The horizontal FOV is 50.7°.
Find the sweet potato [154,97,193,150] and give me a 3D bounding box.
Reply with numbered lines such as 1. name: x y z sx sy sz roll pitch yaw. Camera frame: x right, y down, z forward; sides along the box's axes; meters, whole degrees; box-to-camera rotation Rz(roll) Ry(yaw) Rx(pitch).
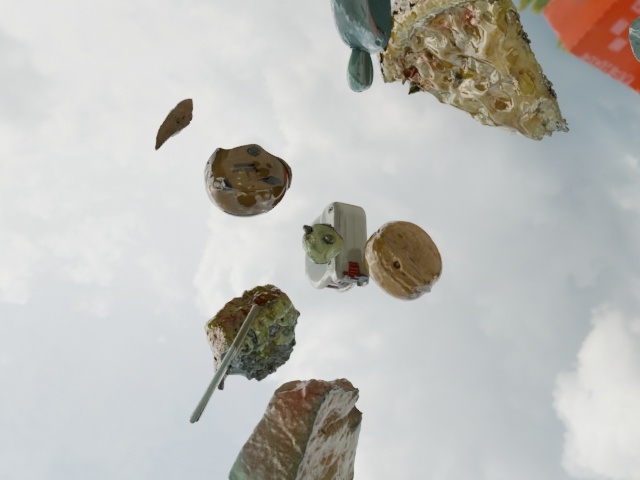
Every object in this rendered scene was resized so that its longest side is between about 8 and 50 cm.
1. sweet potato: -0.401 -0.325 1.864 0.068 0.060 0.206 31 -117 4

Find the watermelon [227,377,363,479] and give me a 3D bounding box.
1. watermelon: -0.033 0.364 1.183 0.151 0.302 0.264 14 -177 28

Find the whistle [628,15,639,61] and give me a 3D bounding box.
1. whistle: 0.442 -0.188 0.775 0.312 0.062 0.062 8 -134 -43

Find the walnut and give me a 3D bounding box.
1. walnut: 0.223 0.055 1.821 0.221 0.195 0.195 53 -141 8

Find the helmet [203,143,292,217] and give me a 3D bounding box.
1. helmet: -0.188 -0.132 1.696 0.224 0.198 0.130 6 -132 1

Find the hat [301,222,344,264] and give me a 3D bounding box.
1. hat: 0.000 0.000 1.322 0.077 0.076 0.059 46 173 32

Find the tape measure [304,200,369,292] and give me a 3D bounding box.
1. tape measure: 0.044 0.031 2.001 0.130 0.265 0.258 10 -115 -26

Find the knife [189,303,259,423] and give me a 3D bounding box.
1. knife: -0.189 0.236 1.354 0.027 0.061 0.343 27 -139 -1

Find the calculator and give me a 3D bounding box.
1. calculator: 0.048 -0.324 0.794 0.185 0.041 0.299 -14 -78 -72

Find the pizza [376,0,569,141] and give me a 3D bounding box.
1. pizza: 0.240 -0.353 1.310 0.392 0.080 0.435 20 158 48

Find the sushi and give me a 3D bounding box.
1. sushi: -0.166 0.223 1.579 0.274 0.184 0.139 -29 -145 -31
